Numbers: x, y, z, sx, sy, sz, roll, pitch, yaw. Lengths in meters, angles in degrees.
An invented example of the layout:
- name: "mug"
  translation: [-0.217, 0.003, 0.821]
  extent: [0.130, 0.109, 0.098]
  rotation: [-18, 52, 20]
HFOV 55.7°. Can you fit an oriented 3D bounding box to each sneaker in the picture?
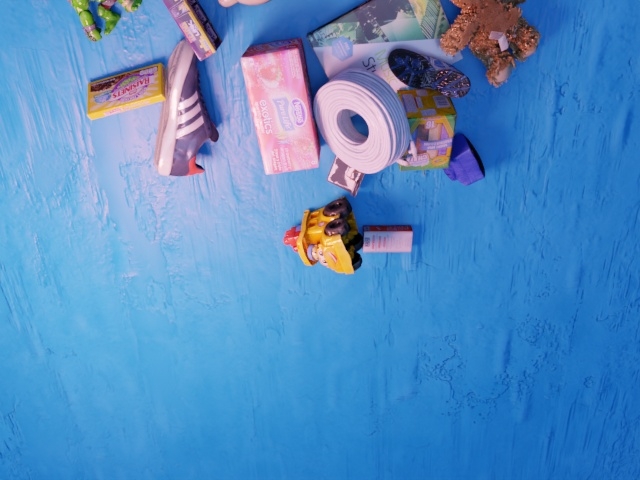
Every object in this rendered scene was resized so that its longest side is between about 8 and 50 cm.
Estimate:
- name: "sneaker"
  translation: [0.262, -0.404, 1.469]
  extent: [0.211, 0.081, 0.080]
  rotation: [27, 117, 5]
- name: "sneaker"
  translation: [-0.326, -0.330, 1.547]
  extent: [0.148, 0.131, 0.349]
  rotation: [5, 114, -26]

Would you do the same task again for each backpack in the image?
- name: "backpack"
  translation: [0.380, -0.208, 1.623]
  extent: [0.101, 0.097, 0.120]
  rotation: [-27, 128, 23]

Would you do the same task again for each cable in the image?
- name: "cable"
  translation: [0.096, -0.286, 1.469]
  extent: [0.257, 0.089, 0.257]
  rotation: [14, 135, 43]

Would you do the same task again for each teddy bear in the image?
- name: "teddy bear"
  translation: [0.395, -0.526, 1.436]
  extent: [0.338, 0.113, 0.245]
  rotation: [24, 110, -29]

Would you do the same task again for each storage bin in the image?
- name: "storage bin"
  translation: [0.076, -0.195, 1.631]
  extent: [0.091, 0.098, 0.135]
  rotation: [21, 116, 0]

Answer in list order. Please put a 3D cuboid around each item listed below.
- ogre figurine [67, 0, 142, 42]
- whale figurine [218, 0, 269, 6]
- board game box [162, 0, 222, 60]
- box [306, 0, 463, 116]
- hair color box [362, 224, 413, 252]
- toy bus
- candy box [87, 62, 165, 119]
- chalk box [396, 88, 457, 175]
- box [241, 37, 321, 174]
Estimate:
- name: "ogre figurine"
  translation: [-0.509, -0.571, 1.427]
  extent: [0.197, 0.096, 0.118]
  rotation: [-24, 135, 28]
- name: "whale figurine"
  translation: [-0.191, -0.647, 1.384]
  extent: [0.272, 0.141, 0.216]
  rotation: [22, 118, 16]
- name: "board game box"
  translation: [-0.302, -0.520, 1.424]
  extent: [0.048, 0.141, 0.170]
  rotation: [-26, 114, 12]
- name: "box"
  translation: [0.159, -0.480, 1.496]
  extent: [0.322, 0.058, 0.232]
  rotation: [-27, 115, 11]
- name: "hair color box"
  translation: [0.193, -0.005, 1.754]
  extent: [0.141, 0.043, 0.071]
  rotation: [0, 118, -2]
- name: "toy bus"
  translation: [0.000, 0.000, 1.664]
  extent: [0.212, 0.220, 0.149]
  rotation: [-12, 122, 13]
- name: "candy box"
  translation: [-0.488, -0.375, 1.519]
  extent: [0.206, 0.105, 0.027]
  rotation: [-13, 158, 9]
- name: "chalk box"
  translation: [0.259, -0.265, 1.551]
  extent: [0.132, 0.132, 0.213]
  rotation: [-4, 135, -3]
- name: "box"
  translation: [-0.092, -0.335, 1.514]
  extent: [0.142, 0.154, 0.299]
  rotation: [-7, 117, 6]
